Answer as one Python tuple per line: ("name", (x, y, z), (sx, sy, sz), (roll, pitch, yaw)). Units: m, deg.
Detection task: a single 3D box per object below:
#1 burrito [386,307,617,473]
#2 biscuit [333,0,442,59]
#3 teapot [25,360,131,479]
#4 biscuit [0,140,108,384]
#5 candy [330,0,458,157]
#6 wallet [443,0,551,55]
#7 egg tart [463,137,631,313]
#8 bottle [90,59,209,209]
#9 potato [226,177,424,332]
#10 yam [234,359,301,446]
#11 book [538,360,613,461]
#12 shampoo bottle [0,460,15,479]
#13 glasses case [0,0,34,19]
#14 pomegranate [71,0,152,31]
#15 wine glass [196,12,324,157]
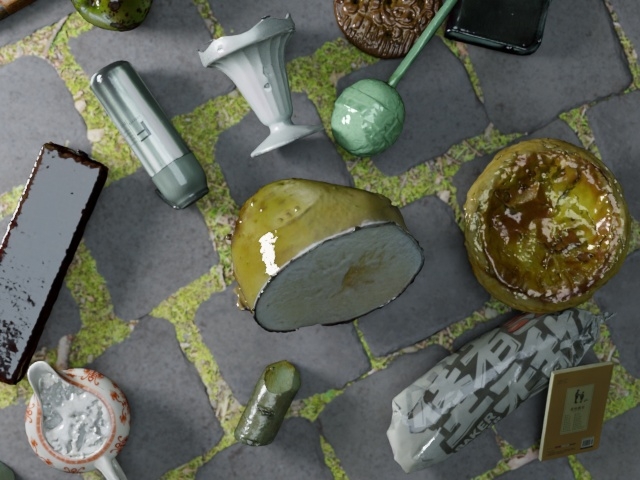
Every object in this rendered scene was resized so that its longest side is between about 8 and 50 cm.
("burrito", (0.295, 0.219, 1.456), (0.445, 0.101, 0.139), (-33, 95, -4))
("biscuit", (0.115, -0.399, 1.481), (0.188, 0.027, 0.188), (0, 90, -7))
("teapot", (-0.373, 0.294, 1.385), (0.159, 0.116, 0.245), (-41, 91, -17))
("biscuit", (-0.457, 0.033, 1.397), (0.107, 0.073, 0.388), (22, 87, -6))
("candy", (0.166, -0.326, 1.438), (0.119, 0.119, 0.440), (35, 86, -4))
("wallet", (0.323, -0.481, 1.493), (0.172, 0.045, 0.318), (12, 89, -2))
("egg tart", (0.365, -0.025, 1.459), (0.290, 0.115, 0.290), (0, 87, -5))
("bottle", (-0.277, -0.165, 1.417), (0.096, 0.079, 0.253), (-33, 93, 33))
("potato", (0.000, 0.000, 1.384), (0.300, 0.246, 0.196), (-6, 50, -30))
("yam", (-0.083, 0.265, 1.433), (0.070, 0.070, 0.146), (27, 88, -5))
("book", (0.426, 0.286, 1.467), (0.118, 0.012, 0.172), (-6, 114, -20))
("shampoo bottle", (-0.521, 0.383, 1.241), (0.134, 0.359, 0.078), (26, 87, -5))
("glasses case", (-0.484, -0.421, 1.410), (0.218, 0.049, 0.075), (-31, 92, -5))
("pomegranate", (-0.317, -0.409, 1.388), (0.163, 0.125, 0.138), (-45, 106, -7))
("wine glass", (-0.084, -0.245, 1.398), (0.165, 0.165, 0.196), (-25, 96, -5))
